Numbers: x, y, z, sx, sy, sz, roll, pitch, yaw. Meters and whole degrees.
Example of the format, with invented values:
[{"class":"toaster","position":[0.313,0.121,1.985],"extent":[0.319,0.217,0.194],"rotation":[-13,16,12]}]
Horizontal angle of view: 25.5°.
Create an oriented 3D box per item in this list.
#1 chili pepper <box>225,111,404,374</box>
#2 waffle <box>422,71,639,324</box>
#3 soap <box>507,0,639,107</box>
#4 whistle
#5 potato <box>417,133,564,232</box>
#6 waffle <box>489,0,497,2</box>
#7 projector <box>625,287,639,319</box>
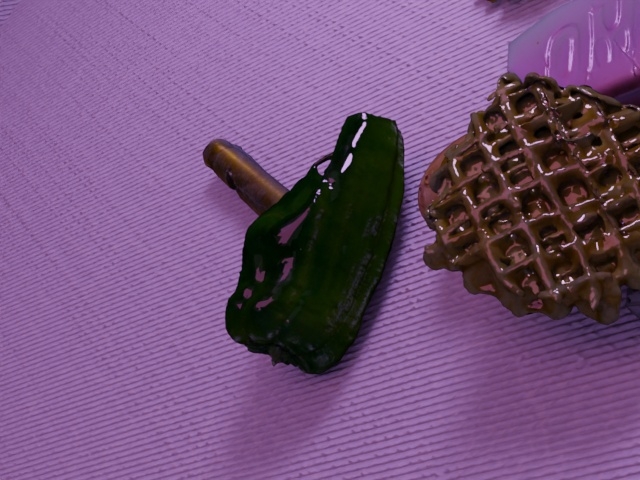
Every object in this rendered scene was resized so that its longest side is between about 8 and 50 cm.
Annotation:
[{"class":"chili pepper","position":[-0.009,-0.005,1.999],"extent":[0.213,0.167,0.385],"rotation":[9,68,33]},{"class":"waffle","position":[0.273,-0.053,1.667],"extent":[0.317,0.073,0.297],"rotation":[20,81,33]},{"class":"soap","position":[0.398,-0.241,1.808],"extent":[0.323,0.109,0.193],"rotation":[-21,47,36]},{"class":"whistle","position":[-0.098,-0.082,2.260],"extent":[0.068,0.057,0.326],"rotation":[-45,38,-3]},{"class":"potato","position":[0.233,-0.084,1.826],"extent":[0.234,0.146,0.150],"rotation":[-33,32,22]},{"class":"waffle","position":[0.250,-0.495,2.085],"extent":[0.060,0.280,0.262],"rotation":[-9,51,-14]},{"class":"projector","position":[0.426,0.024,1.614],"extent":[0.147,0.061,0.115],"rotation":[-14,51,40]}]
